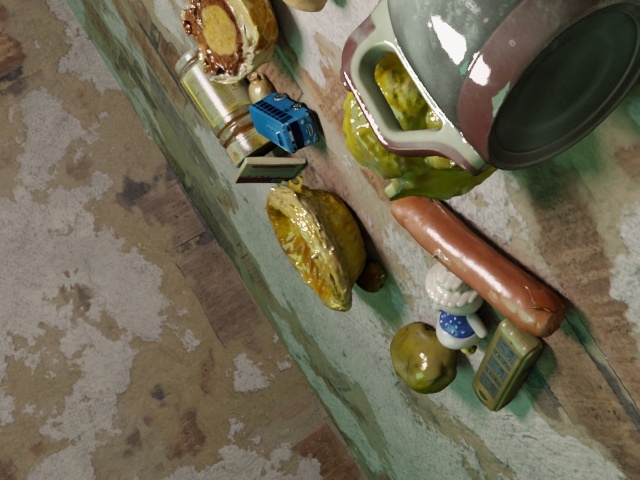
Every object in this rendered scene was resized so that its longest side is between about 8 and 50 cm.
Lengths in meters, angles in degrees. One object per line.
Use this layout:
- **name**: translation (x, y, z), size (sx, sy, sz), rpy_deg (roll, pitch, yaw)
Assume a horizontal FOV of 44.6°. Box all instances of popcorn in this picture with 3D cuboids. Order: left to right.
- **popcorn**: translation (0.163, -0.190, 1.144), size (0.276, 0.276, 0.226), rpy_deg (116, 154, -71)

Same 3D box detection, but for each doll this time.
- **doll**: translation (0.282, 0.136, 1.600), size (0.138, 0.119, 0.293), rpy_deg (35, 159, 35)

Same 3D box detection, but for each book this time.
- **book**: translation (-0.143, -0.190, 2.138), size (0.232, 0.162, 0.022), rpy_deg (145, 122, -73)

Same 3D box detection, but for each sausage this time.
- **sausage**: translation (0.276, 0.028, 1.439), size (0.419, 0.094, 0.094), rpy_deg (45, 121, 38)

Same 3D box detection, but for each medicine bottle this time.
- **medicine bottle**: translation (-0.250, -0.369, 2.111), size (0.322, 0.151, 0.151), rpy_deg (57, 163, 3)

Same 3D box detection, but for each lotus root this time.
- **lotus root**: translation (-0.145, -0.362, 1.980), size (0.073, 0.062, 0.150), rpy_deg (31, 151, 55)

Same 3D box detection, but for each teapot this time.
- **teapot**: translation (0.172, -0.238, 0.932), size (0.233, 0.315, 0.312), rpy_deg (16, -147, -52)

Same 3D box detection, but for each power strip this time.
- **power strip**: translation (0.380, 0.273, 1.637), size (0.092, 0.066, 0.388), rpy_deg (52, 163, 26)

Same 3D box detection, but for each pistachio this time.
- **pistachio**: translation (0.126, 0.102, 2.072), size (0.090, 0.049, 0.173), rpy_deg (59, 164, -4)

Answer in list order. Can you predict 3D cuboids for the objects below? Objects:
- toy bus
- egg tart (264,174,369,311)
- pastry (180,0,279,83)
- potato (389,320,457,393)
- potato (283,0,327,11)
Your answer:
- **toy bus**: translation (-0.088, -0.284, 1.887), size (0.184, 0.106, 0.090), rpy_deg (37, 151, 49)
- **egg tart**: translation (0.000, 0.000, 2.018), size (0.388, 0.169, 0.388), rpy_deg (55, 164, 24)
- **pastry**: translation (-0.183, -0.492, 1.701), size (0.236, 0.170, 0.256), rpy_deg (-30, 87, 54)
- **potato**: translation (0.251, 0.289, 1.901), size (0.200, 0.137, 0.155), rpy_deg (28, 146, 61)
- **potato**: translation (-0.035, -0.480, 1.392), size (0.112, 0.112, 0.147), rpy_deg (41, 149, 44)
